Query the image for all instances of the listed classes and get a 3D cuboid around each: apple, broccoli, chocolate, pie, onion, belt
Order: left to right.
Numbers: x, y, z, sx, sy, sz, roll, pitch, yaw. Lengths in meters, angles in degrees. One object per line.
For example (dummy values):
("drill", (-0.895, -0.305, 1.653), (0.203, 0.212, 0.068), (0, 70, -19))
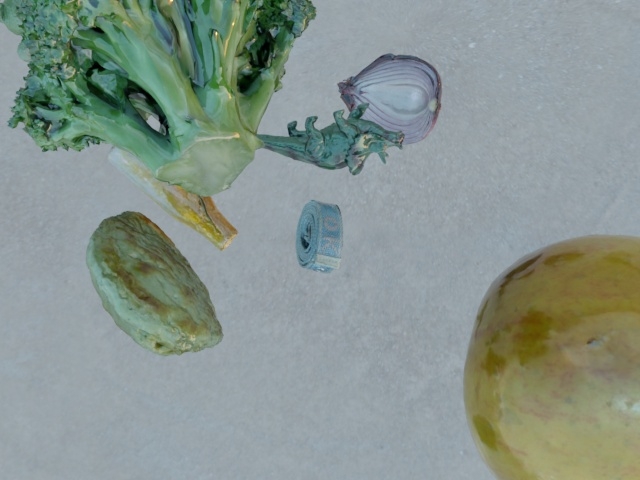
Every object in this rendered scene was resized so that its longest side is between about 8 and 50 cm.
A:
("pie", (-0.204, 0.060, 0.682), (0.090, 0.248, 0.201), (-39, 100, 1))
("broccoli", (-0.128, -0.166, 0.494), (0.261, 0.269, 0.242), (-35, 65, 27))
("chocolate", (-0.212, -0.073, 0.832), (0.219, 0.086, 0.085), (45, 110, -9))
("belt", (0.000, -0.007, 1.227), (0.082, 0.147, 0.163), (13, 72, -19))
("onion", (0.186, -0.390, 1.490), (0.283, 0.120, 0.227), (17, 114, 10))
("apple", (0.300, 0.140, 0.569), (0.275, 0.299, 0.299), (-3, 111, 29))

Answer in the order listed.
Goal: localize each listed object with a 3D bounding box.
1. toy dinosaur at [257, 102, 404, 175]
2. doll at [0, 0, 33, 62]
("toy dinosaur", (-0.003, -0.183, 0.953), (0.291, 0.079, 0.120), (11, 117, 3))
("doll", (-0.393, -0.303, 0.819), (0.077, 0.115, 0.150), (10, 145, 42))
